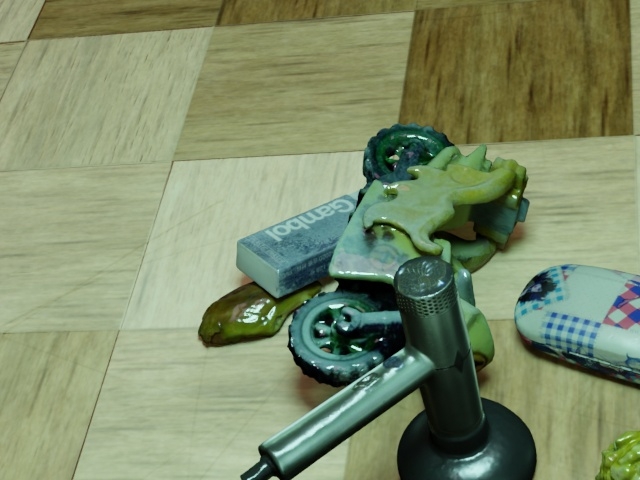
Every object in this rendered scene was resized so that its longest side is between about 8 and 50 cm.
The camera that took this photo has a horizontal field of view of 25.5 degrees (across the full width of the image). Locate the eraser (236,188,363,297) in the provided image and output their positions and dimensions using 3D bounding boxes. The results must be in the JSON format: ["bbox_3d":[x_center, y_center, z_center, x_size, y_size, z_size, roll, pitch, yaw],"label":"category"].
[{"bbox_3d":[0.000,0.000,1.840,0.212,0.046,0.092,-25,42,-31],"label":"eraser"}]

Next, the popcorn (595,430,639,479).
[{"bbox_3d":[0.344,0.244,1.470,0.106,0.120,0.116,-25,36,-8],"label":"popcorn"}]

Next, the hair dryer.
[{"bbox_3d":[0.058,0.187,1.496,0.284,0.320,0.155,-28,44,1],"label":"hair dryer"}]

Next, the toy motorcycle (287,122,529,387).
[{"bbox_3d":[0.120,0.021,1.718,0.237,0.168,0.410,16,53,8],"label":"toy motorcycle"}]

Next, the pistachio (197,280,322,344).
[{"bbox_3d":[-0.078,0.081,1.810,0.173,0.049,0.089,-27,46,-12],"label":"pistachio"}]

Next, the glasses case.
[{"bbox_3d":[0.383,0.106,1.635,0.327,0.076,0.125,15,52,29],"label":"glasses case"}]
